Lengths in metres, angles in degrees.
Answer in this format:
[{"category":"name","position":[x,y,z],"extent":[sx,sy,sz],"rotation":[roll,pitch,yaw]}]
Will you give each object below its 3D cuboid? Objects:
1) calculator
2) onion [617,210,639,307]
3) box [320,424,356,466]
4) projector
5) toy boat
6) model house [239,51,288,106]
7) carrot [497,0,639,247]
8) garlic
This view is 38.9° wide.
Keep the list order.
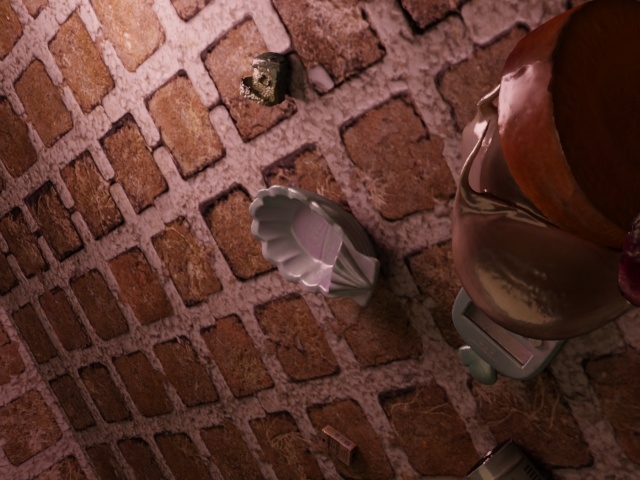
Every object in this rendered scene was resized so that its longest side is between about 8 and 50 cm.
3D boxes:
[{"category":"calculator","position":[0.304,0.122,1.448],"extent":[0.184,0.042,0.295],"rotation":[42,135,19]},{"category":"onion","position":[0.474,0.013,1.027],"extent":[0.111,0.248,0.250],"rotation":[-114,25,-47]},{"category":"box","position":[0.038,0.438,1.937],"extent":[0.083,0.024,0.053],"rotation":[27,131,31]},{"category":"projector","position":[0.395,0.496,1.534],"extent":[0.337,0.108,0.108],"rotation":[49,140,12]},{"category":"toy boat","position":[0.000,0.000,1.644],"extent":[0.290,0.100,0.199],"rotation":[36,136,27]},{"category":"model house","position":[-0.098,-0.289,1.592],"extent":[0.079,0.066,0.083],"rotation":[30,131,28]},{"category":"carrot","position":[0.351,-0.131,1.082],"extent":[0.307,0.258,0.100],"rotation":[55,163,-13]},{"category":"garlic","position":[0.269,-0.024,1.212],"extent":[0.340,0.231,0.246],"rotation":[48,163,-7]}]
